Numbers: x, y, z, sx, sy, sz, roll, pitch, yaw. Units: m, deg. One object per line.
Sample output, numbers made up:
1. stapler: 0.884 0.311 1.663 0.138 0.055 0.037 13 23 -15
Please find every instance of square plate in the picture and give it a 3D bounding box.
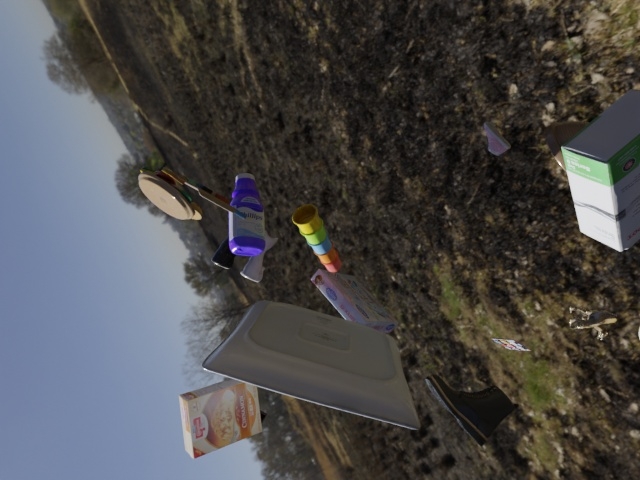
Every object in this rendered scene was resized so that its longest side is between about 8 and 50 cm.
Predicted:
1. square plate: 0.000 0.199 0.818 0.344 0.347 0.049 -63 -12 -81

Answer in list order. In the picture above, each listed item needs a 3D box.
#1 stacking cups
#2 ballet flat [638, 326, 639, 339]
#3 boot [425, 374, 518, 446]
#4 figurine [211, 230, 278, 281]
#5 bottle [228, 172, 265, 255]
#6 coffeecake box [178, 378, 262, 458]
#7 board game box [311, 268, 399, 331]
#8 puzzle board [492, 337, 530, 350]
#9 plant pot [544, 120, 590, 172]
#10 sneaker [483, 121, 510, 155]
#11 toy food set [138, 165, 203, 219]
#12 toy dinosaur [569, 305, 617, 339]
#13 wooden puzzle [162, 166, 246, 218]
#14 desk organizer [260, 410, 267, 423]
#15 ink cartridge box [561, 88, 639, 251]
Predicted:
1. stacking cups: 0.000 0.000 1.606 0.096 0.096 0.316 50 174 42
2. ballet flat: 0.882 0.158 0.974 0.139 0.139 0.400 59 144 16
3. boot: 0.364 0.372 1.054 0.198 0.137 0.077 49 175 1
4. figurine: -0.300 0.034 1.765 0.215 0.209 0.092 27 176 -17
5. bottle: -0.250 -0.091 1.473 0.092 0.118 0.282 -36 52 51
6. coffeecake box: -0.252 0.441 1.109 0.068 0.185 0.142 -6 92 54
7. board game box: 0.153 0.264 1.887 0.318 0.066 0.318 46 -164 32
8. puzzle board: 0.778 0.426 1.776 0.128 0.011 0.096 30 158 -28
9. plant pot: 0.889 -0.325 1.486 0.110 0.237 0.237 -40 76 48
10. sneaker: 0.643 -0.377 1.634 0.134 0.051 0.070 54 140 10
11. toy food set: -0.188 -0.057 0.539 0.083 0.020 0.082 21 152 24
12. toy dinosaur: 0.620 0.175 0.991 0.093 0.053 0.183 0 152 29
13. wooden puzzle: -0.159 -0.068 0.611 0.078 0.014 0.116 33 180 36
14. desk organizer: -0.237 0.541 1.379 0.130 0.047 0.050 28 160 4
15. ink cartridge box: 0.686 -0.149 0.979 0.289 0.211 0.121 52 177 -37
